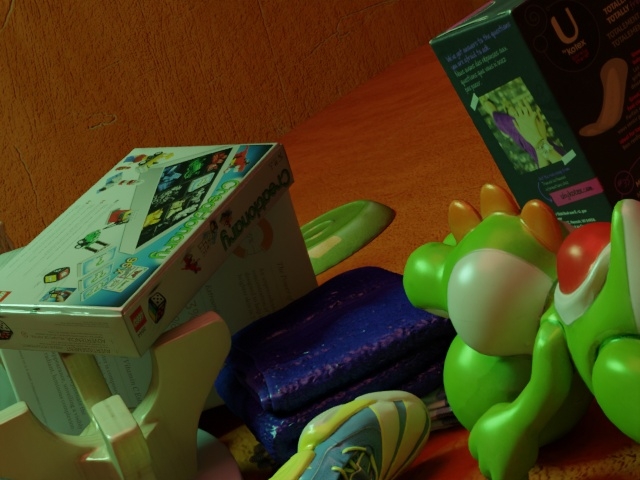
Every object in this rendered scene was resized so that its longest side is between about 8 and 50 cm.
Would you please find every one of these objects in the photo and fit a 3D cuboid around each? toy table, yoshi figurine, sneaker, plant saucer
[{"bbox_3d":[-0.179,0.183,1.092,0.252,0.160,0.274,-30,25,-26],"label":"toy table"},{"bbox_3d":[0.195,0.087,0.820,0.362,0.204,0.203,19,90,57],"label":"yoshi figurine"},{"bbox_3d":[0.004,0.208,0.914,0.240,0.091,0.126,-33,30,-15],"label":"sneaker"},{"bbox_3d":[0.000,0.000,1.875,0.241,0.037,0.241,-28,12,6],"label":"plant saucer"}]

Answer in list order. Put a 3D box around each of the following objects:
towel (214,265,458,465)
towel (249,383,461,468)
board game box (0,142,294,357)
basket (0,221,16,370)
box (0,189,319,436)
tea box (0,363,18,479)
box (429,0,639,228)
[{"bbox_3d":[0.014,0.098,1.152,0.228,0.076,0.308,-32,12,-9],"label":"towel"},{"bbox_3d":[0.084,0.125,1.141,0.285,0.034,0.209,-21,15,37],"label":"towel"},{"bbox_3d":[-0.179,0.000,1.195,0.193,0.053,0.305,1,33,30],"label":"board game box"},{"bbox_3d":[-0.547,0.154,1.716,0.267,0.331,0.328,-25,-7,3],"label":"basket"},{"bbox_3d":[-0.176,0.076,1.378,0.345,0.215,0.168,-17,11,-2],"label":"box"},{"bbox_3d":[-0.490,0.308,1.319,0.324,0.220,0.329,-27,11,10],"label":"tea box"},{"bbox_3d":[0.258,-0.124,1.177,0.165,0.270,0.143,-35,13,-23],"label":"box"}]
